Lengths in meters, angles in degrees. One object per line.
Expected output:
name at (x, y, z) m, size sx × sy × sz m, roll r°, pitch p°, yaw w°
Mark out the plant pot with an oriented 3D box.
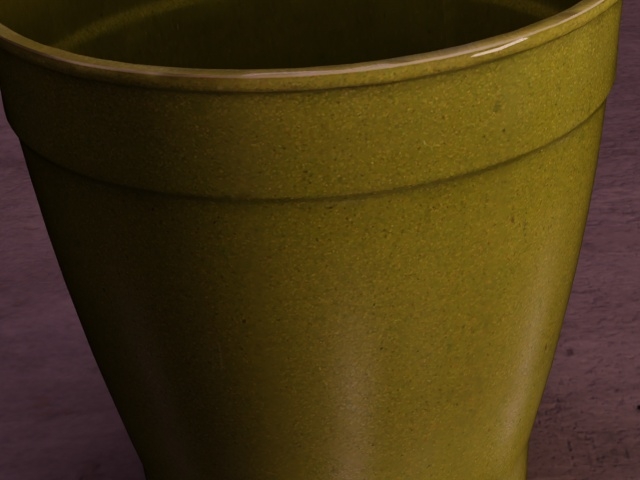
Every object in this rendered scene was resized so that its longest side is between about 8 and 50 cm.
plant pot at (0.000, 0.000, 1.145) m, size 0.367 × 0.353 × 0.366 m, roll -3°, pitch 26°, yaw 2°
